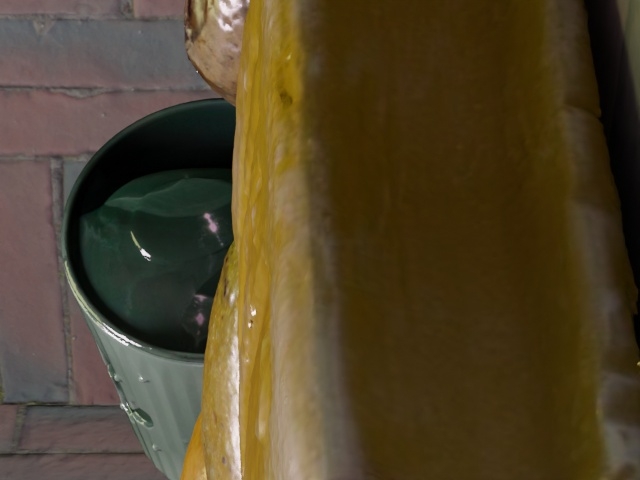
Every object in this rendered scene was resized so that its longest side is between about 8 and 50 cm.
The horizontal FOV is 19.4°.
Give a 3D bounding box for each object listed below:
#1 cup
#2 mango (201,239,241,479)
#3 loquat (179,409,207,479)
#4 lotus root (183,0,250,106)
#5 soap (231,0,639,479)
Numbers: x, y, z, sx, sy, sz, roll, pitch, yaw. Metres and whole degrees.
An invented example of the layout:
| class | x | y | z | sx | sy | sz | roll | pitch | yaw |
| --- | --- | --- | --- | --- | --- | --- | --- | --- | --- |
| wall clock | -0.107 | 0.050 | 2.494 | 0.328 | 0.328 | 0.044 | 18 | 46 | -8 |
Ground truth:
| class | x | y | z | sx | sy | sz | roll | pitch | yaw |
| --- | --- | --- | --- | --- | --- | --- | --- | --- | --- |
| cup | -0.093 | 0.112 | 1.947 | 0.392 | 0.310 | 0.401 | 85 | -176 | -56 |
| mango | -0.005 | 0.129 | 1.228 | 0.175 | 0.176 | 0.329 | -33 | -70 | -46 |
| loquat | -0.024 | 0.206 | 1.625 | 0.238 | 0.193 | 0.238 | -156 | 90 | -87 |
| lotus root | -0.040 | -0.243 | 1.793 | 0.272 | 0.192 | 0.272 | -7 | -90 | -89 |
| soap | 0.041 | 0.051 | 0.794 | 0.293 | 0.156 | 0.335 | 101 | 169 | -50 |
